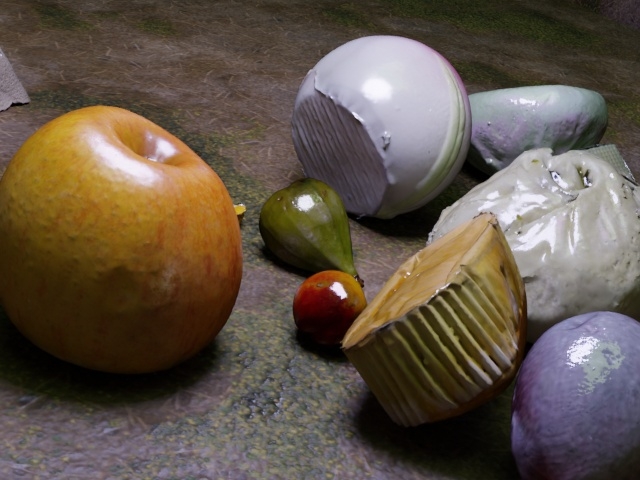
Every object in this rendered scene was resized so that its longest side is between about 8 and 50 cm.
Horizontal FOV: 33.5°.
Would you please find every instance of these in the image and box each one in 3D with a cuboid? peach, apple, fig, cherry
[{"bbox_3d":[0.013,0.084,1.352,0.100,0.101,0.101,9,25,-4],"label":"peach"},{"bbox_3d":[-0.235,-0.005,1.248,0.298,0.275,0.299,14,21,-5],"label":"apple"},{"bbox_3d":[0.003,-0.018,1.541,0.184,0.127,0.133,21,13,29],"label":"fig"},{"bbox_3d":[0.301,0.188,1.137,0.183,0.213,0.266,-26,8,42],"label":"cherry"}]

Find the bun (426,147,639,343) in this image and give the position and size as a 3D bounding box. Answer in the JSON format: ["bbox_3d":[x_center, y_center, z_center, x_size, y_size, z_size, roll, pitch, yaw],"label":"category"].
[{"bbox_3d":[0.329,0.008,1.500,0.361,0.235,0.326,-6,35,-19],"label":"bun"}]

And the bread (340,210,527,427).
[{"bbox_3d":[0.156,0.100,1.259,0.156,0.204,0.288,55,25,-8],"label":"bread"}]

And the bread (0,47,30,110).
[{"bbox_3d":[-0.576,-0.310,1.888,0.077,0.152,0.105,22,32,20],"label":"bread"}]

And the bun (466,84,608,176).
[{"bbox_3d":[0.391,-0.182,1.975,0.293,0.187,0.293,-4,1,0],"label":"bun"}]

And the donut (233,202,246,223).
[{"bbox_3d":[-0.154,-0.038,1.616,0.067,0.038,0.083,20,21,24],"label":"donut"}]

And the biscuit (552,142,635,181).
[{"bbox_3d":[0.439,-0.079,1.838,0.252,0.052,0.150,-14,68,-29],"label":"biscuit"}]

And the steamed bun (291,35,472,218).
[{"bbox_3d":[0.125,-0.201,1.743,0.309,0.310,0.309,9,25,-4],"label":"steamed bun"}]
